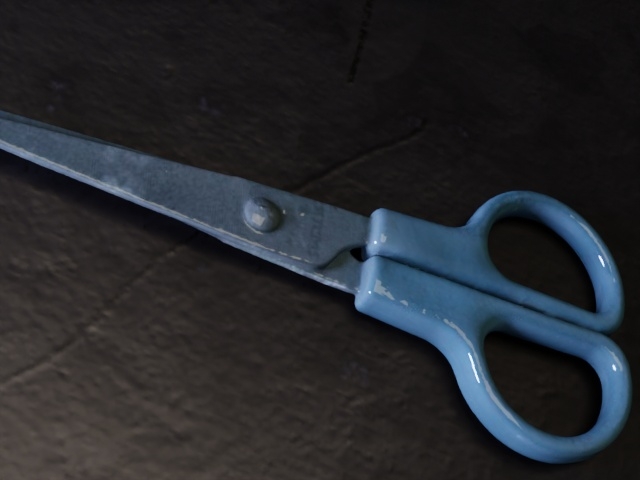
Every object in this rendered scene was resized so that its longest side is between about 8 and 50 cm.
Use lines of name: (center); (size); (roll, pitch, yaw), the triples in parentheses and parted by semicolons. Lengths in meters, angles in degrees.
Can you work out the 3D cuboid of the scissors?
scissors: (0.000, 0.000, 0.628); (0.446, 0.029, 0.193); (20, 54, -16)
